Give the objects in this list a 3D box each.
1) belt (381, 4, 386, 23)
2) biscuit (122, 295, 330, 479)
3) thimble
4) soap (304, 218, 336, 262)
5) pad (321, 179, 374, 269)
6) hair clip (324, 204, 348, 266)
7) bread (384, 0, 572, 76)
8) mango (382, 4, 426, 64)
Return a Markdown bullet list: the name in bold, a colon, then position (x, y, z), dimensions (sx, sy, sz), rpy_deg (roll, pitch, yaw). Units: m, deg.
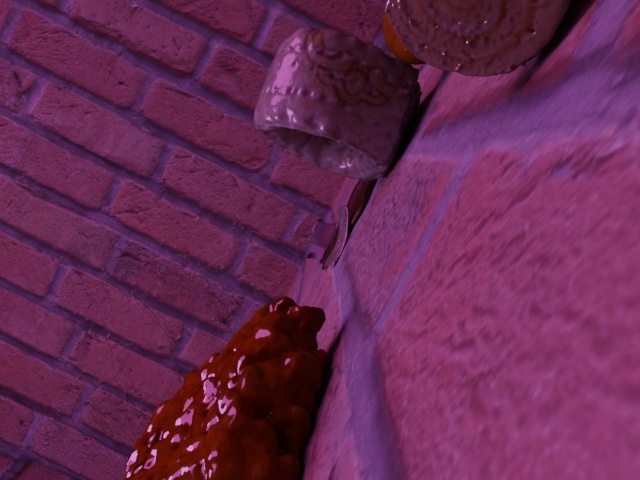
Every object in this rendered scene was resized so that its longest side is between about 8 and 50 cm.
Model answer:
- **belt**: position (0.236, -0.526, 1.339), dimensions (0.207, 0.150, 0.257), rpy_deg (-54, 7, 17)
- **biscuit**: position (-0.129, 0.236, 0.746), dimensions (0.318, 0.110, 0.312), rpy_deg (-41, 15, 30)
- **thimble**: position (0.037, -0.244, 1.159), dimensions (0.291, 0.292, 0.195), rpy_deg (147, 145, -84)
- **soap**: position (0.000, 0.000, 1.617), dimensions (0.149, 0.056, 0.100), rpy_deg (100, -168, -80)
- **pad**: position (0.085, -0.095, 1.457), dimensions (0.286, 0.018, 0.284), rpy_deg (-66, 4, -38)
- **hair clip**: position (0.038, -0.008, 1.320), dimensions (0.054, 0.022, 0.137), rpy_deg (159, 126, -71)
- **bread**: position (0.141, -0.226, 0.492), dimensions (0.141, 0.134, 0.148), rpy_deg (-60, 13, -28)
- **mango**: position (0.185, -0.374, 0.988), dimensions (0.175, 0.139, 0.254), rpy_deg (-67, 10, -9)
